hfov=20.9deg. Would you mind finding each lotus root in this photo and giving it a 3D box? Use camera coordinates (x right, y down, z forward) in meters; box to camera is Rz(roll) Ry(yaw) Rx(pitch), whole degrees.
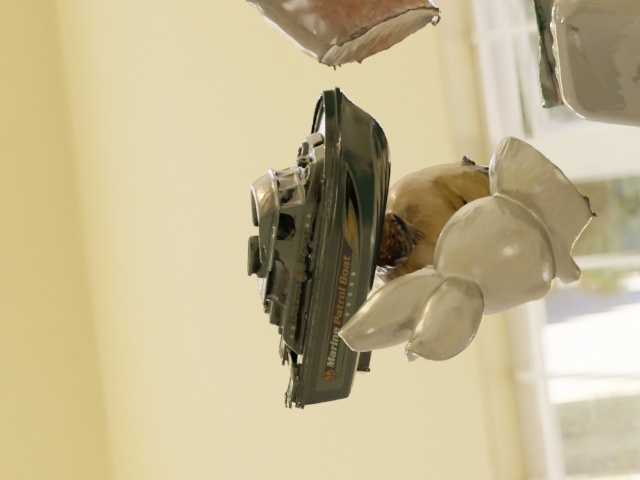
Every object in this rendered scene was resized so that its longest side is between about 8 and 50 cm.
[{"bbox_3d":[0.125,-0.005,1.709,0.140,0.154,0.257,33,17,32],"label":"lotus root"}]

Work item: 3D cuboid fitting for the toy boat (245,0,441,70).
[{"bbox_3d":[-0.030,-0.277,1.459,0.206,0.282,0.096,-22,-13,-45],"label":"toy boat"}]

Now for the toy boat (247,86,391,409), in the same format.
[{"bbox_3d":[-0.003,0.001,1.538,0.122,0.296,0.114,0,27,-9],"label":"toy boat"}]

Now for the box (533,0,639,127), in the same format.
[{"bbox_3d":[0.365,-0.197,1.767,0.337,0.264,0.106,9,47,24],"label":"box"}]

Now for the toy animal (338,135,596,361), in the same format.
[{"bbox_3d":[0.123,0.035,1.404,0.104,0.131,0.221,31,73,37],"label":"toy animal"}]
